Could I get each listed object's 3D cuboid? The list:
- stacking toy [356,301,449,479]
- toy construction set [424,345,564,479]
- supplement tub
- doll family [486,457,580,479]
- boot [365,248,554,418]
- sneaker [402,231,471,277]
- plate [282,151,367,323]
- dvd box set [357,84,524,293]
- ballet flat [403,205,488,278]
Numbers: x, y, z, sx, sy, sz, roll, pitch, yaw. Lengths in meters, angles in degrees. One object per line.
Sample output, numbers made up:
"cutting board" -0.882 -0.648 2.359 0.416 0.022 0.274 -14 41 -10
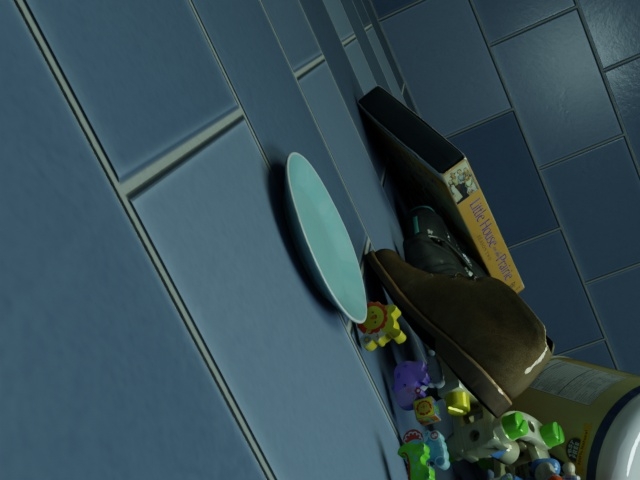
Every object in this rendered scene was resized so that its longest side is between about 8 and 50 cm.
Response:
"stacking toy" 0.102 0.193 0.879 0.167 0.052 0.221 50 25 -51
"toy construction set" 0.220 0.192 1.107 0.215 0.151 0.327 37 22 -31
"supplement tub" 0.387 0.294 1.189 0.316 0.228 0.228 7 -53 62
"doll family" 0.205 0.358 0.869 0.163 0.118 0.262 -101 -161 -83
"boot" 0.163 0.081 0.995 0.112 0.115 0.305 48 -1 -40
"sneaker" 0.219 0.064 1.428 0.130 0.109 0.286 67 10 26
"plate" 0.000 0.000 0.833 0.188 0.024 0.188 -22 90 -77
"dvd box set" 0.244 -0.087 1.631 0.307 0.062 0.420 50 -3 44
"ballet flat" 0.238 0.053 1.562 0.280 0.095 0.096 46 33 -33
